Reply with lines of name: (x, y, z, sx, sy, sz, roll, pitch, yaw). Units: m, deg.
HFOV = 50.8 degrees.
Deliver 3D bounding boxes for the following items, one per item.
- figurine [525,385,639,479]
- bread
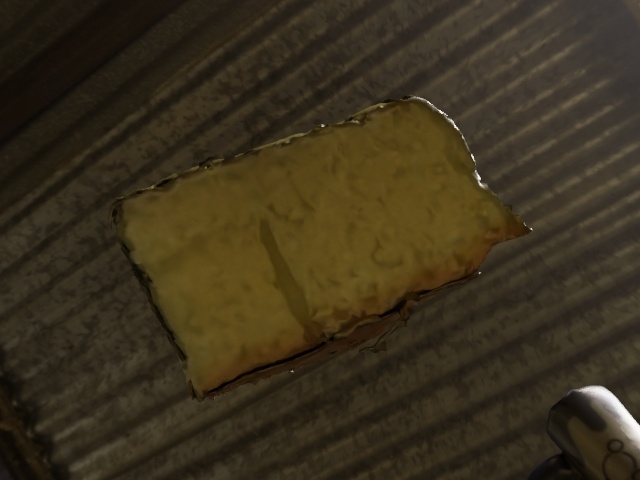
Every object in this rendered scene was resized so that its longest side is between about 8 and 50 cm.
figurine: (0.196, 0.162, 0.322, 0.222, 0.145, 0.145, 29, -77, -28)
bread: (0.000, 0.000, 0.665, 0.315, 0.279, 0.248, -34, -101, 23)
